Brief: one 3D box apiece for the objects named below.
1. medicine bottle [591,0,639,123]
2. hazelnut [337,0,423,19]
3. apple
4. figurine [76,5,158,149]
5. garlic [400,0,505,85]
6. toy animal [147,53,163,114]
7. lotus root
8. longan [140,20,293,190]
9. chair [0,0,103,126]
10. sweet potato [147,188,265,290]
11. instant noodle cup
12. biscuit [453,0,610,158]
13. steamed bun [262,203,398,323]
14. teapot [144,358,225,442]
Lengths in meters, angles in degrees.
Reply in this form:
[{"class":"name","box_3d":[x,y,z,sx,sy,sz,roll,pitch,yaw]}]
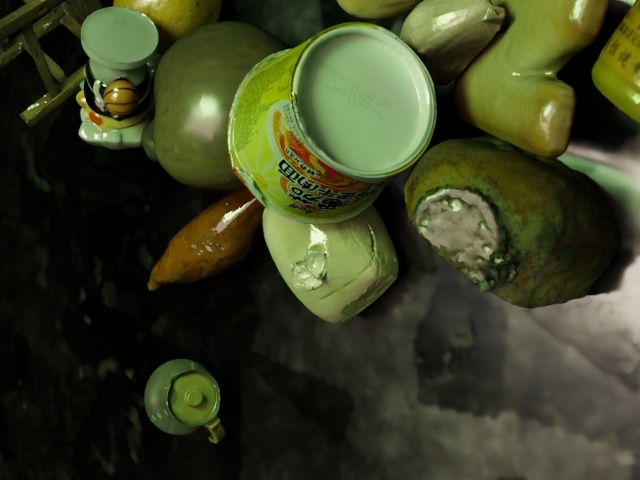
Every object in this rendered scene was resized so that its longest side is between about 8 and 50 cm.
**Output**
[{"class":"medicine bottle","box_3d":[0.495,-0.283,1.104,0.224,0.224,0.384,44,115,27]},{"class":"hazelnut","box_3d":[0.126,-0.418,1.360,0.241,0.261,0.261,35,113,7]},{"class":"apple","box_3d":[-0.250,-0.400,1.667,0.182,0.182,0.155,49,136,24]},{"class":"figurine","box_3d":[-0.326,-0.241,1.618,0.236,0.133,0.176,113,157,-56]},{"class":"garlic","box_3d":[0.162,-0.276,1.339,0.195,0.101,0.087,133,144,-61]},{"class":"toy animal","box_3d":[-0.292,-0.257,1.765,0.137,0.082,0.269,-42,71,31]},{"class":"lotus root","box_3d":[0.229,-0.052,1.282,0.267,0.260,0.149,44,115,26]},{"class":"longan","box_3d":[-0.147,-0.205,1.550,0.300,0.300,0.243,-6,125,36]},{"class":"chair","box_3d":[-0.439,-0.441,1.820,0.203,0.416,0.240,41,159,28]},{"class":"sweet potato","box_3d":[-0.172,-0.001,1.675,0.359,0.112,0.112,-35,72,29]},{"class":"instant noodle cup","box_3d":[0.025,-0.164,1.353,0.200,0.264,0.264,157,103,-66]},{"class":"biscuit","box_3d":[0.261,-0.242,1.289,0.290,0.062,0.237,-128,50,-66]},{"class":"steamed bun","box_3d":[0.000,0.000,1.519,0.170,0.152,0.238,-40,72,30]},{"class":"teapot","box_3d":[-0.220,0.280,1.712,0.165,0.130,0.119,51,157,-11]}]
